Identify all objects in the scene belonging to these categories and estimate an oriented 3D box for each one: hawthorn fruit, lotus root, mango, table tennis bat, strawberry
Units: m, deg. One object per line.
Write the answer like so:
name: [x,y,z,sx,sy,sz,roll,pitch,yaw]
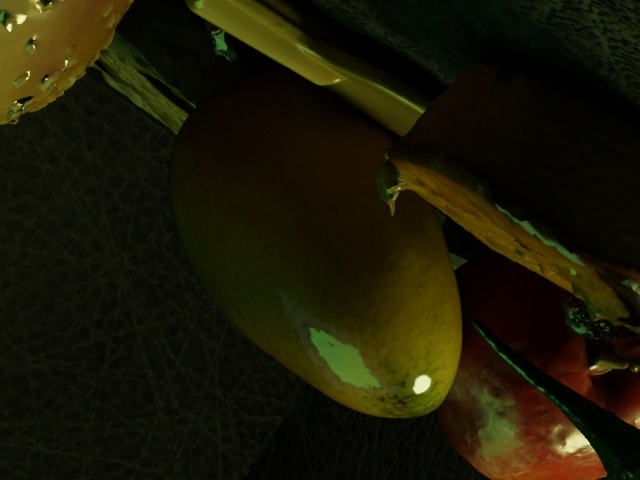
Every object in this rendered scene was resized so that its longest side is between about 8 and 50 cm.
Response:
hawthorn fruit: [0.222,0.107,1.438,0.242,0.242,0.271,34,165,-6]
lotus root: [-0.164,-0.191,1.734,0.390,0.111,0.375,36,177,26]
mango: [0.000,0.000,1.428,0.378,0.221,0.264,55,162,40]
table tennis bat: [0.028,-0.126,1.260,0.320,0.050,0.198,31,180,-24]
strawberry: [0.236,0.040,1.278,0.106,0.106,0.106,33,177,2]

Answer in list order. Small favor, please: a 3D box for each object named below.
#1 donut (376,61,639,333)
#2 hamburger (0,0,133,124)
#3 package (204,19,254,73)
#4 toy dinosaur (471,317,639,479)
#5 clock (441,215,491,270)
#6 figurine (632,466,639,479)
donut: [0.159,-0.014,1.023,0.253,0.118,0.253,34,175,4]
hamburger: [-0.271,-0.196,1.110,0.268,0.287,0.445,32,180,-18]
package: [-0.094,-0.202,1.498,0.077,0.033,0.111,62,-177,41]
toy dinosaur: [0.288,0.225,1.197,0.447,0.087,0.301,30,-158,-1]
clock: [0.249,0.057,1.790,0.280,0.055,0.280,33,177,2]
figurine: [0.328,0.162,1.046,0.124,0.222,0.324,37,176,-25]
